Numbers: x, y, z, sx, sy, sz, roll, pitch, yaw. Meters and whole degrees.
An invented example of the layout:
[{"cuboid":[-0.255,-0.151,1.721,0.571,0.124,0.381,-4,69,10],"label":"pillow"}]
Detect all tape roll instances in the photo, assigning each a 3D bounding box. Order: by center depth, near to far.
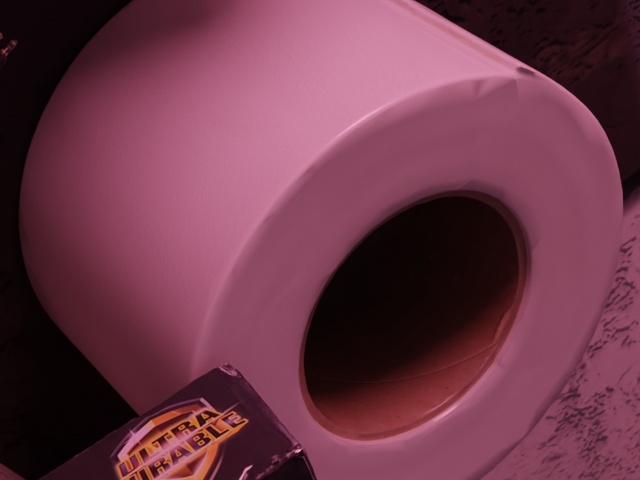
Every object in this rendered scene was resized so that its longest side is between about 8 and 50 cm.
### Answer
[{"cuboid":[0.000,0.000,0.757,0.246,0.169,0.246,-20,127,-29],"label":"tape roll"}]

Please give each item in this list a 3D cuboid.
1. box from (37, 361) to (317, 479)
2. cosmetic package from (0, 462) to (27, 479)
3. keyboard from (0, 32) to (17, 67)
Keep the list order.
[{"cuboid":[-0.104,0.237,0.670,0.293,0.073,0.295,-33,134,-14],"label":"box"},{"cuboid":[-0.154,0.195,0.769,0.113,0.160,0.309,-46,135,-4],"label":"cosmetic package"},{"cuboid":[-0.248,-0.036,0.632,0.202,0.033,0.317,18,106,-38],"label":"keyboard"}]
